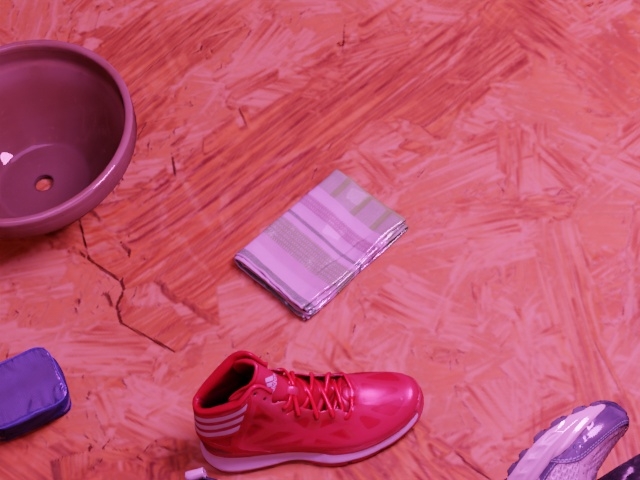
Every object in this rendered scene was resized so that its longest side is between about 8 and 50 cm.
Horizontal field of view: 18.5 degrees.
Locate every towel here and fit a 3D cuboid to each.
[{"bbox_3d":[0.000,0.000,2.019,0.152,0.023,0.113,-42,61,-18],"label":"towel"}]

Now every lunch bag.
[{"bbox_3d":[-0.297,0.155,1.943,0.098,0.065,0.067,-22,72,-7],"label":"lunch bag"}]

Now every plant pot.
[{"bbox_3d":[-0.302,-0.087,2.073,0.237,0.110,0.237,-5,57,7],"label":"plant pot"}]

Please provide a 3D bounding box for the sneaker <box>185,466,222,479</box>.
[{"bbox_3d":[-0.085,0.306,1.752,0.094,0.153,0.235,-11,53,4],"label":"sneaker"}]

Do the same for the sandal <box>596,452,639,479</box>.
[{"bbox_3d":[0.288,0.284,1.755,0.445,0.107,0.168,-22,57,10],"label":"sandal"}]

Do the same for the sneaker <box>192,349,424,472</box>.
[{"bbox_3d":[-0.015,0.154,1.858,0.221,0.128,0.087,-16,57,0],"label":"sneaker"}]

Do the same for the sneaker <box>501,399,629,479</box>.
[{"bbox_3d":[0.195,0.270,1.689,0.122,0.110,0.283,33,87,21],"label":"sneaker"}]
